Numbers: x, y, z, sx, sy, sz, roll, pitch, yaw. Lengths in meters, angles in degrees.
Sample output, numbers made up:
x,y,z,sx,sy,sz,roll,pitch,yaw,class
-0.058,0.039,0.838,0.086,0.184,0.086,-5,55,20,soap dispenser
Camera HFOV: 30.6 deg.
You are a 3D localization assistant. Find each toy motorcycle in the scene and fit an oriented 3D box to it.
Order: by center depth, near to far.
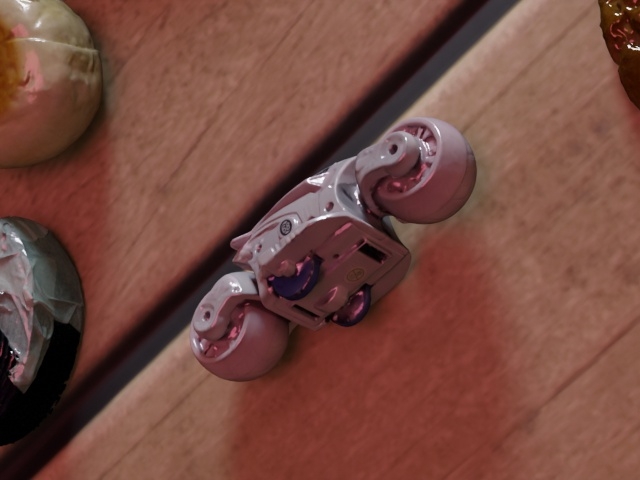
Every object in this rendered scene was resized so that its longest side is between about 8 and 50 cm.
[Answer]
x,y,z,sx,sy,sz,roll,pitch,yaw,class
0.000,0.000,0.832,0.254,0.112,0.112,-42,71,19,toy motorcycle

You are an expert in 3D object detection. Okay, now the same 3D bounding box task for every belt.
x,y,z,sx,sy,sz,roll,pitch,yaw,class
-0.273,0.076,0.957,0.151,0.078,0.199,21,94,26,belt

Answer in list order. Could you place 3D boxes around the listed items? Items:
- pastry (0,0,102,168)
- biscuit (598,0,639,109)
x,y,z,sx,sy,sz,roll,pitch,yaw,class
-0.252,-0.133,0.952,0.156,0.092,0.157,-3,83,27,pastry
0.280,-0.159,0.733,0.225,0.042,0.226,-1,88,25,biscuit
